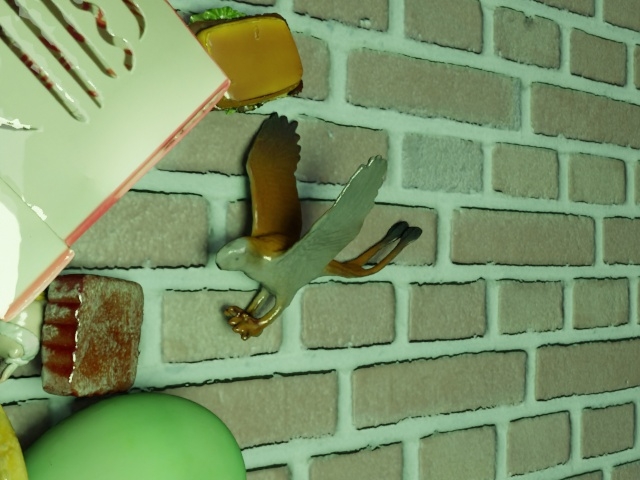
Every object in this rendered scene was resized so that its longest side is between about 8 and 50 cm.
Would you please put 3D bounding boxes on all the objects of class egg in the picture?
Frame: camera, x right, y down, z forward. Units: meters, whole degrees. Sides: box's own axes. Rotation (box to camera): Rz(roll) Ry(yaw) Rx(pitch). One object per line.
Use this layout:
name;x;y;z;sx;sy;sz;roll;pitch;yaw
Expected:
egg;-0.211;0.281;0.814;0.270;0.220;0.220;-23;102;-23

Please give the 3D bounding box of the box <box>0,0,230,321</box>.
box;-0.330;-0.142;0.684;0.314;0.312;0.300;51;61;-24

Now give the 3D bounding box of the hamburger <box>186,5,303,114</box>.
hamburger;-0.104;-0.234;0.980;0.166;0.087;0.137;-18;99;-35

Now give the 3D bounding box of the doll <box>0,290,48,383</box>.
doll;-0.324;0.096;0.829;0.084;0.073;0.127;16;76;-45

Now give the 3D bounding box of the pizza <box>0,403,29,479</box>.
pizza;-0.420;0.229;0.683;0.280;0.075;0.288;41;65;17

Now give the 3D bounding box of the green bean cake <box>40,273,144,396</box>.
green bean cake;-0.257;0.106;0.851;0.135;0.056;0.135;24;69;-69

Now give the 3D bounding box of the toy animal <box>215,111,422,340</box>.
toy animal;-0.016;0.017;1.045;0.302;0.225;0.284;-52;138;-10
